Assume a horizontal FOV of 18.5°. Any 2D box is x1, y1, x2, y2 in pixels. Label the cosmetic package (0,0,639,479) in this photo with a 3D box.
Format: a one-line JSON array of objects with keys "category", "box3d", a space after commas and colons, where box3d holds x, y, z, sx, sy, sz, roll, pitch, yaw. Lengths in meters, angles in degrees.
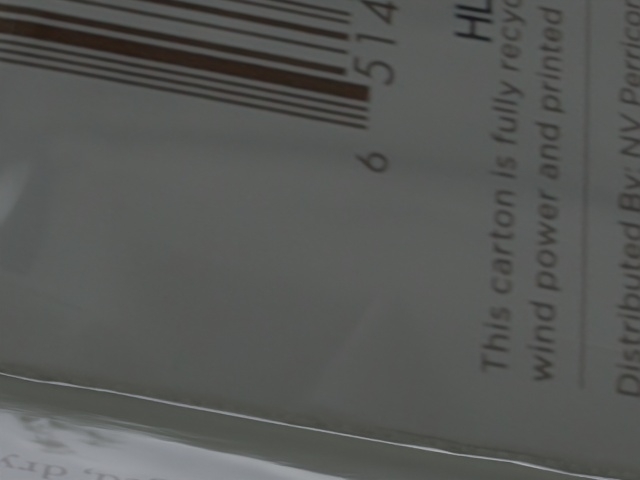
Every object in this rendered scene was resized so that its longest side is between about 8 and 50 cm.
[{"category": "cosmetic package", "box3d": [0.000, 0.000, 0.738, 0.327, 0.393, 0.329, 9, -118, -10]}]
